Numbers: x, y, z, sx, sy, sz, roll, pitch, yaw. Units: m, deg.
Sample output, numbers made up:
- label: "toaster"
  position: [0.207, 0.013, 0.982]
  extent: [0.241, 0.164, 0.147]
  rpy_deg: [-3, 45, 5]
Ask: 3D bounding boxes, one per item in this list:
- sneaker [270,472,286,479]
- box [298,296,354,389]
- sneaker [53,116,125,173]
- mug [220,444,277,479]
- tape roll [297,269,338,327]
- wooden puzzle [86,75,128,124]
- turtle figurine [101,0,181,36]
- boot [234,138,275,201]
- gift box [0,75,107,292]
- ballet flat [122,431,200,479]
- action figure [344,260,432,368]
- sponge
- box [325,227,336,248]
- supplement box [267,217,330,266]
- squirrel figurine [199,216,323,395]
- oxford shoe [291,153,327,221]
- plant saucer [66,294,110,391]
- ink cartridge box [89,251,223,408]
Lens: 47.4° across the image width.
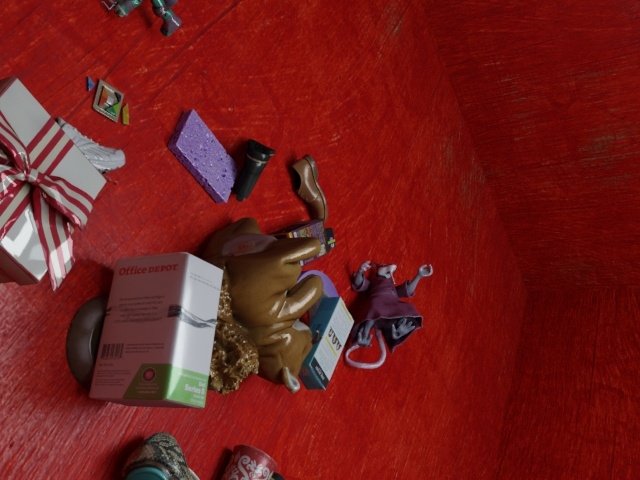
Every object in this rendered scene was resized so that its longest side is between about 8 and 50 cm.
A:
- label: "sneaker"
  position: [-0.114, 0.688, 1.826]
  extent: [0.097, 0.084, 0.234]
  rpy_deg: [-30, 111, -31]
- label: "box"
  position: [0.009, 0.269, 1.926]
  extent: [0.100, 0.060, 0.244]
  rpy_deg: [62, 37, -31]
- label: "sneaker"
  position: [-0.463, -0.177, 1.376]
  extent: [0.232, 0.090, 0.115]
  rpy_deg: [-13, 93, -60]
- label: "mug"
  position: [-0.171, 0.584, 1.680]
  extent: [0.150, 0.113, 0.169]
  rpy_deg: [39, 50, -12]
- label: "tape roll"
  position: [-0.044, 0.220, 1.992]
  extent: [0.275, 0.090, 0.274]
  rpy_deg: [14, 73, -57]
- label: "wooden puzzle"
  position: [-0.437, -0.289, 1.510]
  extent: [0.116, 0.014, 0.078]
  rpy_deg: [20, 67, -56]
- label: "turtle figurine"
  position: [-0.387, -0.550, 1.553]
  extent: [0.234, 0.118, 0.175]
  rpy_deg: [40, 52, -56]
- label: "boot"
  position: [-0.180, -0.182, 1.878]
  extent: [0.198, 0.077, 0.137]
  rpy_deg: [-67, -179, -76]
- label: "gift box"
  position: [-0.509, -0.060, 1.112]
  extent: [0.255, 0.258, 0.276]
  rpy_deg: [52, 42, -41]
- label: "ballet flat"
  position: [-0.268, 0.614, 1.508]
  extent: [0.182, 0.164, 0.482]
  rpy_deg: [-60, 136, -73]
- label: "action figure"
  position: [0.212, 0.204, 2.323]
  extent: [0.370, 0.248, 0.275]
  rpy_deg: [-90, -166, -60]
- label: "sponge"
  position: [-0.275, -0.199, 1.743]
  extent: [0.210, 0.031, 0.117]
  rpy_deg: [53, 42, -41]
- label: "box"
  position: [0.000, 0.000, 2.142]
  extent: [0.083, 0.052, 0.062]
  rpy_deg: [-21, 103, -57]
- label: "supplement box"
  position: [-0.059, 0.011, 2.013]
  extent: [0.188, 0.081, 0.104]
  rpy_deg: [-26, 106, -57]
- label: "squirrel figurine"
  position: [-0.169, 0.193, 1.687]
  extent: [0.397, 0.281, 0.370]
  rpy_deg: [-32, 123, -41]
- label: "oxford shoe"
  position: [-0.038, -0.139, 2.110]
  extent: [0.076, 0.076, 0.212]
  rpy_deg: [-31, 116, -24]
- label: "plant saucer"
  position: [-0.411, 0.206, 1.440]
  extent: [0.199, 0.036, 0.198]
  rpy_deg: [15, 72, -56]
- label: "ink cartridge box"
  position: [-0.308, 0.173, 1.386]
  extent: [0.115, 0.198, 0.272]
  rpy_deg: [33, 57, -52]
